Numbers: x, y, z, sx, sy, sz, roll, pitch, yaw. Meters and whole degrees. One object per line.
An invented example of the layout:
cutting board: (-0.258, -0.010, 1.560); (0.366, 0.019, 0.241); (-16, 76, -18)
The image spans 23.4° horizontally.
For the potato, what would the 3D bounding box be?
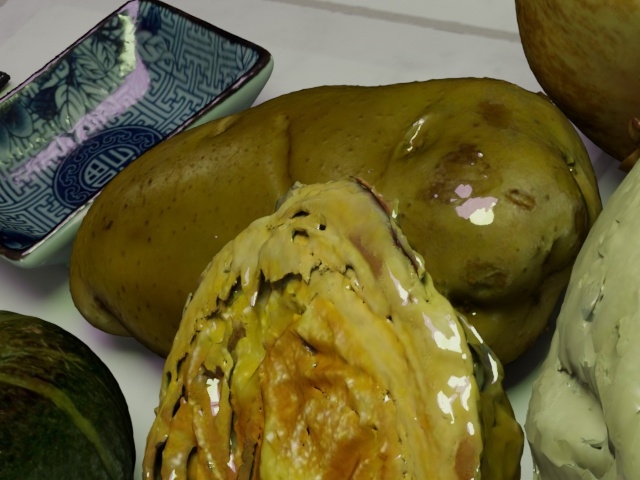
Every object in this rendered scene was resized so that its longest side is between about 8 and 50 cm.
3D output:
potato: (0.000, 0.000, 0.952); (0.369, 0.196, 0.176); (-2, 0, 33)

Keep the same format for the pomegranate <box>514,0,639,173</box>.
pomegranate: (0.255, -0.161, 0.902); (0.319, 0.319, 0.319); (-13, 41, 12)

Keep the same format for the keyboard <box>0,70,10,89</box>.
keyboard: (-0.374, -0.073, 1.302); (0.250, 0.017, 0.087); (-43, 42, -23)

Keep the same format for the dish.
dish: (-0.160, -0.066, 1.145); (0.243, 0.080, 0.182); (-42, 43, -18)

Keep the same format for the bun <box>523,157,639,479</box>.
bun: (0.238, 0.060, 0.616); (0.362, 0.234, 0.326); (-37, 56, 33)

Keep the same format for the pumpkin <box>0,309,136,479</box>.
pumpkin: (-0.211, 0.138, 0.886); (0.223, 0.157, 0.224); (-20, 22, 8)

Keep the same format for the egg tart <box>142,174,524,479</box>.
egg tart: (0.013, 0.110, 0.769); (0.132, 0.297, 0.297); (3, 27, -33)
